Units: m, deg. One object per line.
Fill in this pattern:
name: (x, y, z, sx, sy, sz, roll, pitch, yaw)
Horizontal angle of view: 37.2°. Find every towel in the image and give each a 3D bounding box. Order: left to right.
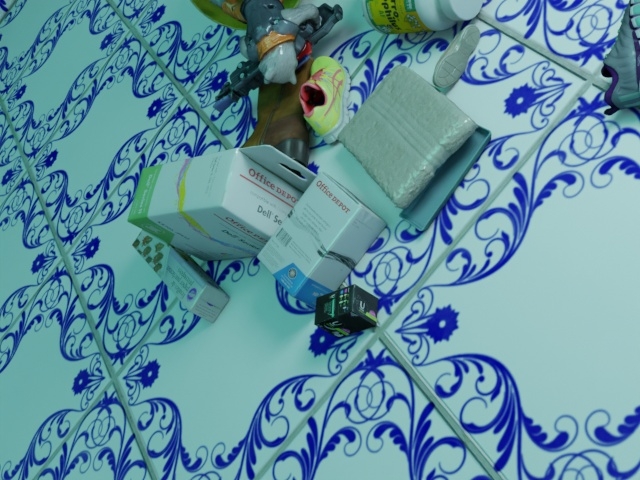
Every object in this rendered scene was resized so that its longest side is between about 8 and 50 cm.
towel: (0.140, -0.181, 1.607, 0.187, 0.049, 0.282, -50, 34, 12)

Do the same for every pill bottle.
pill bottle: (0.181, -0.427, 1.680, 0.208, 0.118, 0.117, 11, 74, 49)

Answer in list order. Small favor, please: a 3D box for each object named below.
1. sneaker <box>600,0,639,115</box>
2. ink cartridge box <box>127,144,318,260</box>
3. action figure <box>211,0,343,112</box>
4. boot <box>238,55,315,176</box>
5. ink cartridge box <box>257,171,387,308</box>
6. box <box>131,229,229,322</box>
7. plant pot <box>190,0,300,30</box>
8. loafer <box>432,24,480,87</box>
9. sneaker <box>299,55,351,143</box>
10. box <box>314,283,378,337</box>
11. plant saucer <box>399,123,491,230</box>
sneaker: (0.436, -0.286, 1.345, 0.098, 0.083, 0.223, -18, 54, 45)
ink cartridge box: (-0.159, -0.060, 1.729, 0.354, 0.207, 0.119, -7, 62, 44)
action figure: (-0.147, -0.420, 1.900, 0.341, 0.179, 0.330, -41, 58, 20)
boot: (-0.130, -0.224, 1.899, 0.264, 0.096, 0.280, -26, 48, 34)
ink cartridge box: (0.000, 0.000, 1.615, 0.190, 0.082, 0.139, -52, 43, 6)
box: (-0.285, 0.058, 1.902, 0.063, 0.067, 0.324, -56, 38, 3)
plant pot: (-0.154, -0.655, 2.111, 0.275, 0.275, 0.293, -35, 28, 26)
loafer: (0.227, -0.311, 1.621, 0.125, 0.045, 0.039, -57, 21, -8)
sneaker: (0.002, -0.285, 1.798, 0.081, 0.094, 0.208, -34, 43, 29)
box: (0.041, 0.113, 1.515, 0.083, 0.062, 0.052, -22, 49, 36)
plant saucer: (0.202, -0.102, 1.523, 0.192, 0.018, 0.067, -56, 38, 4)
